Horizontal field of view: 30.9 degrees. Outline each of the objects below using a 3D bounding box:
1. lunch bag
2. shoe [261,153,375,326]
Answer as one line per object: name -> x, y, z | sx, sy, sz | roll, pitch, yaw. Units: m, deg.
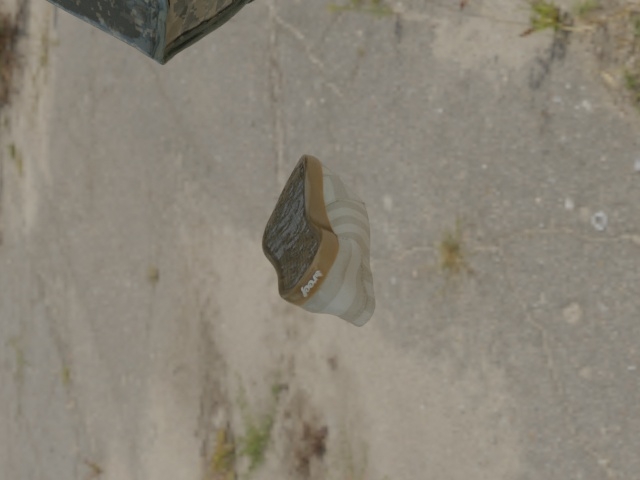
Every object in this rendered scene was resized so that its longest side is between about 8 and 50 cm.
lunch bag -> -0.180, -0.366, 1.359 | 0.235, 0.287, 0.169 | 30, 140, 20
shoe -> 0.000, 0.000, 0.853 | 0.076, 0.058, 0.219 | -57, 16, 18
